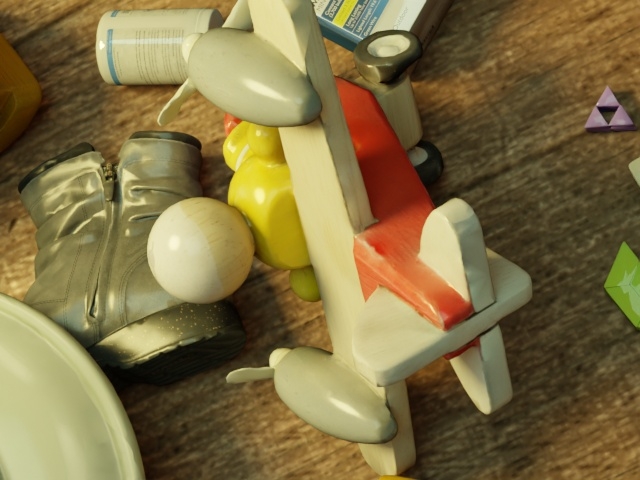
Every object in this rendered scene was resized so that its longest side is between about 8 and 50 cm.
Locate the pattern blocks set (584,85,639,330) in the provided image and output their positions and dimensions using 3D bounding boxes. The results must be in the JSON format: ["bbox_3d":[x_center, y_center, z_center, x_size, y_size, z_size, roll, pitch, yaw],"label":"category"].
[{"bbox_3d":[0.367,-0.030,1.691,0.285,0.026,0.325,-45,74,2],"label":"pattern blocks set"}]

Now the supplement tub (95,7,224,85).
[{"bbox_3d":[-0.145,-0.177,1.810,0.107,0.071,0.071,1,80,13],"label":"supplement tub"}]

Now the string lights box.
[{"bbox_3d":[-0.006,-0.265,1.791,0.260,0.077,0.133,29,89,16],"label":"string lights box"}]

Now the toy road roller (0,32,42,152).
[{"bbox_3d":[-0.405,-0.097,1.813,0.202,0.240,0.329,51,130,19],"label":"toy road roller"}]

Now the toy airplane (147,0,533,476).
[{"bbox_3d":[0.000,0.000,1.577,0.272,0.384,0.386,-16,81,-5],"label":"toy airplane"}]

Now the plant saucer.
[{"bbox_3d":[-0.344,0.231,1.651,0.400,0.100,0.400,-2,84,17],"label":"plant saucer"}]

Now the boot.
[{"bbox_3d":[-0.242,0.044,1.785,0.338,0.118,0.223,-18,69,2],"label":"boot"}]

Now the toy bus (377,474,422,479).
[{"bbox_3d":[0.208,0.272,1.616,0.333,0.130,0.108,10,82,14],"label":"toy bus"}]
